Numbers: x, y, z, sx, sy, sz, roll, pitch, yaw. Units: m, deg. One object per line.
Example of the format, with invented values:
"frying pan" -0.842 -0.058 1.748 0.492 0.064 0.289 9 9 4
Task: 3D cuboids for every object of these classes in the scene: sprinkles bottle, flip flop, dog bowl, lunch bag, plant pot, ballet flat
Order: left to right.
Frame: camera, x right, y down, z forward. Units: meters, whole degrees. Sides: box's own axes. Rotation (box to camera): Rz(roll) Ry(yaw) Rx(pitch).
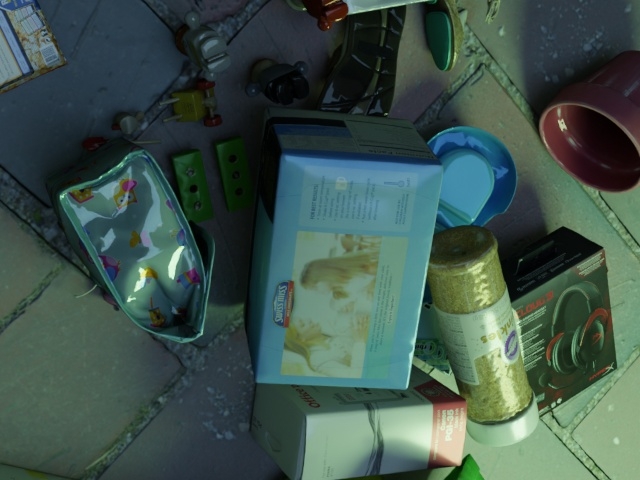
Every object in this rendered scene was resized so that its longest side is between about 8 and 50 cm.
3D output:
"lunch bag" -0.239 0.005 1.588 0.160 0.223 0.262 -32 105 -10
"flip flop" 0.056 -0.268 1.799 0.112 0.080 0.277 15 83 -23
"dog bowl" 0.187 -0.042 1.898 0.166 0.074 0.297 32 90 -7
"ballet flat" 0.194 -0.365 1.833 0.067 0.073 0.206 -26 117 -25
"sprinkles bottle" 0.249 0.152 1.850 0.121 0.121 0.355 -27 120 -15
"plant pot" 0.490 -0.208 1.955 0.180 0.201 0.201 -48 119 -23

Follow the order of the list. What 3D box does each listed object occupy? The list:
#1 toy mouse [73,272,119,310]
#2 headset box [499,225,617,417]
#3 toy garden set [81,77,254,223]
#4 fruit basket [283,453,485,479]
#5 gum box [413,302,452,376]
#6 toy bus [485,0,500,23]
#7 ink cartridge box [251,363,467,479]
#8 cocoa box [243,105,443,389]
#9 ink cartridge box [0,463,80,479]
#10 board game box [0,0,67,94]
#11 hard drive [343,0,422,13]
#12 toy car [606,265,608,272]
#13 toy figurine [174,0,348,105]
"toy mouse" -0.290 0.063 1.735 0.143 0.031 0.161 -21 135 -15
"headset box" 0.375 0.133 2.006 0.218 0.110 0.293 -27 124 -21
"toy garden set" -0.232 -0.116 1.725 0.244 0.049 0.203 -18 113 -18
"fruit basket" 0.125 0.453 1.924 0.392 0.392 0.283 39 95 -28
"gum box" 0.203 0.114 1.993 0.157 0.041 0.184 33 91 -29
"toy bus" 0.249 -0.469 1.804 0.202 0.104 0.191 -58 156 -24
"ink cartridge box" 0.058 0.282 1.882 0.283 0.207 0.117 -1 104 -25
"cocoa box" 0.021 0.010 1.701 0.232 0.228 0.347 3 111 -10
"ink cartridge box" -0.392 0.455 1.690 0.385 0.279 0.160 20 97 -27
"board game box" -0.456 -0.262 1.578 0.193 0.045 0.146 -28 115 -15
"hard drive" 0.094 -0.501 1.721 0.210 0.040 0.318 -13 99 -17
"toy car" 0.471 0.075 2.118 0.040 0.060 0.122 -36 149 -60
"toy figurine" -0.091 -0.312 1.681 0.213 0.148 0.209 17 103 -30
